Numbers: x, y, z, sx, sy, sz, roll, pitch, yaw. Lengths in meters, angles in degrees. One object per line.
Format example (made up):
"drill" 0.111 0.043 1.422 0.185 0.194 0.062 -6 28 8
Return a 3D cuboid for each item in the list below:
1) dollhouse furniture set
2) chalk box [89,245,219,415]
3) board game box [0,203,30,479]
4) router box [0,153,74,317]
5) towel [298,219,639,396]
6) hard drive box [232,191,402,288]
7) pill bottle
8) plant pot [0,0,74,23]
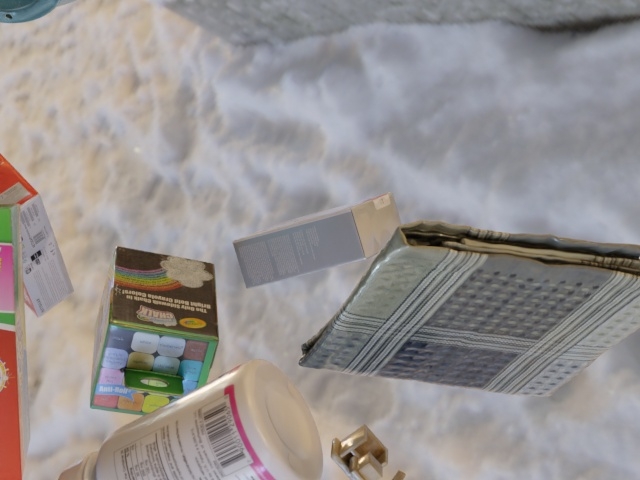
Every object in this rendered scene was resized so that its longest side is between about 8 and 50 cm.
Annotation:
"dollhouse furniture set" 0.052 0.319 1.321 0.101 0.161 0.182 -37 12 15
"chalk box" -0.271 0.171 1.983 0.289 0.180 0.179 -99 24 -57
"board game box" -0.396 0.115 1.484 0.242 0.064 0.316 -163 71 -78
"router box" -0.564 -0.062 2.065 0.082 0.335 0.301 -39 67 -20
"towel" 0.166 0.071 1.227 0.324 0.312 0.056 126 149 -57
"hard drive box" 0.000 0.000 2.061 0.232 0.181 0.089 -14 94 26
"pill bottle" -0.153 0.264 1.398 0.283 0.160 0.160 -28 42 18
"plant pot" -0.312 -0.347 1.236 0.293 0.293 0.196 -30 35 45
